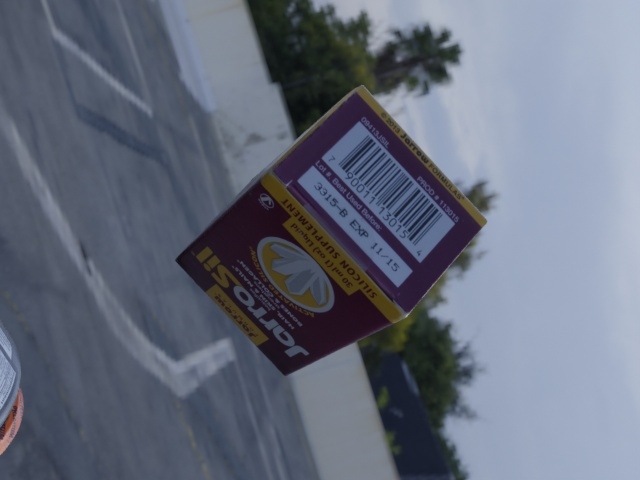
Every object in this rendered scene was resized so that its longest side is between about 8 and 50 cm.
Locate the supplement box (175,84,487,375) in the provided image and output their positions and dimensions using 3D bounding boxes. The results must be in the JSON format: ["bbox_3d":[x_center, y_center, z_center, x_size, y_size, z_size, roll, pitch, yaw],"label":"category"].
[{"bbox_3d":[0.000,0.000,0.354,0.055,0.043,0.083,46,-29,-4],"label":"supplement box"}]

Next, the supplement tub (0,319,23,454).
[{"bbox_3d":[-0.252,0.060,0.713,0.190,0.117,0.117,78,-5,-51],"label":"supplement tub"}]
